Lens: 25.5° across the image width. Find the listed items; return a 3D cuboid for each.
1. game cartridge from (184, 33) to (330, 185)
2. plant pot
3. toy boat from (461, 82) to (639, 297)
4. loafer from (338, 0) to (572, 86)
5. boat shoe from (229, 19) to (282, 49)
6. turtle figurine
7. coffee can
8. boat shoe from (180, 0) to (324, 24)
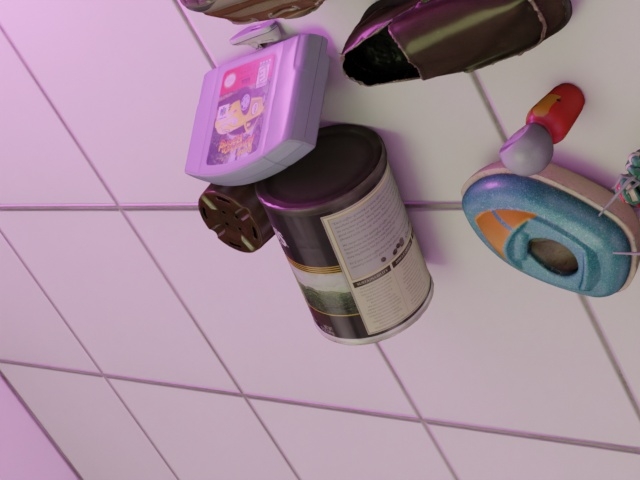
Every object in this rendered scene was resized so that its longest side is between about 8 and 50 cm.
[{"bbox_3d":[-0.100,-0.182,2.100,0.060,0.196,0.294,16,163,-35],"label":"game cartridge"},{"bbox_3d":[-0.097,-0.079,2.241,0.167,0.165,0.167,27,144,21],"label":"plant pot"},{"bbox_3d":[0.293,-0.054,1.873,0.267,0.148,0.318,22,144,28],"label":"toy boat"},{"bbox_3d":[0.161,-0.254,1.786,0.366,0.130,0.134,-13,119,53],"label":"loafer"},{"bbox_3d":[-0.095,-0.299,2.098,0.100,0.035,0.035,-11,119,44],"label":"boat shoe"},{"bbox_3d":[0.436,-0.068,1.736,0.234,0.118,0.175,-20,130,38],"label":"turtle figurine"},{"bbox_3d":[0.041,-0.007,2.146,0.201,0.201,0.275,12,138,39],"label":"coffee can"},{"bbox_3d":[-0.041,-0.362,1.911,0.324,0.123,0.116,-1,163,36],"label":"boat shoe"}]
